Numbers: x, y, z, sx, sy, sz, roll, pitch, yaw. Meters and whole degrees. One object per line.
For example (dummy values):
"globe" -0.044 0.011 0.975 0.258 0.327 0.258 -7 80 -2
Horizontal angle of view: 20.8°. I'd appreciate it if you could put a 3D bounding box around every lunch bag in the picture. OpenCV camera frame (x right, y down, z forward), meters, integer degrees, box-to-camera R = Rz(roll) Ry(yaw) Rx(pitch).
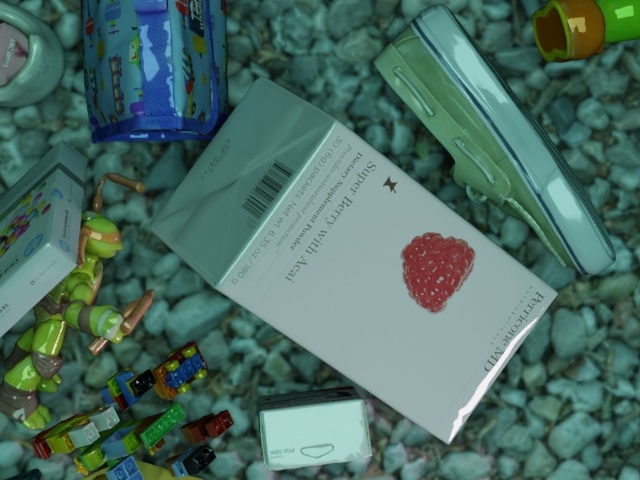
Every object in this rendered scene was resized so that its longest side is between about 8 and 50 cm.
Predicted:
"lunch bag" -0.152 -0.202 1.541 0.138 0.293 0.220 -2 92 -3

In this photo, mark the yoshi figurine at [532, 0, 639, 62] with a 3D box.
"yoshi figurine" 0.370 -0.278 1.586 0.362 0.203 0.203 -14 125 -9

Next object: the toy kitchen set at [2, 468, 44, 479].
"toy kitchen set" -0.378 0.218 1.622 0.207 0.122 0.166 -20 92 -3

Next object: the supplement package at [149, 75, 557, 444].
"supplement package" 0.031 0.018 1.562 0.293 0.175 0.177 35 90 -30

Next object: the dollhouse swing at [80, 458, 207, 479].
"dollhouse swing" -0.144 0.442 1.673 0.347 0.305 0.315 16 132 -4

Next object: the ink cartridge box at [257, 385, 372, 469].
"ink cartridge box" -0.008 0.174 1.636 0.099 0.135 0.056 -7 91 -4

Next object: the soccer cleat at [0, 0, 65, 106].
"soccer cleat" -0.395 -0.209 1.602 0.331 0.143 0.116 15 90 -3

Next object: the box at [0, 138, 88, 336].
"box" -0.274 0.008 1.574 0.145 0.186 0.038 -41 117 20

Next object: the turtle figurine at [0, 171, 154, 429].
"turtle figurine" -0.231 0.062 1.584 0.087 0.269 0.217 18 115 -24

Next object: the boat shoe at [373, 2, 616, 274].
"boat shoe" 0.168 -0.084 1.670 0.094 0.109 0.302 -36 84 13

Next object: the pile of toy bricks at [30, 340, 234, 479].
"pile of toy bricks" -0.183 0.182 1.629 0.105 0.212 0.118 -19 101 35
